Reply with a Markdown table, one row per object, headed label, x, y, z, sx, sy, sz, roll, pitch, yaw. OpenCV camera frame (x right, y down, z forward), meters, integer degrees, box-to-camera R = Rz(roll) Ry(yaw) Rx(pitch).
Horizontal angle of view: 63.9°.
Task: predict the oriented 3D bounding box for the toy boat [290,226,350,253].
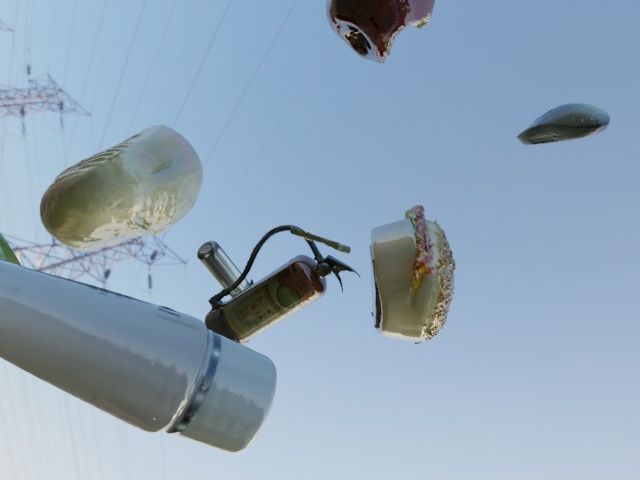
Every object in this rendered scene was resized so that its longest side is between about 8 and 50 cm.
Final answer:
| label | x | y | z | sx | sy | sz | roll | pitch | yaw |
| --- | --- | --- | --- | --- | --- | --- | --- | --- | --- |
| toy boat | 0.000 | 0.000 | 1.017 | 0.115 | 0.063 | 0.016 | 19 | -90 | 28 |

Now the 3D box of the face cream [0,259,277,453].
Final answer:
| label | x | y | z | sx | sy | sz | roll | pitch | yaw |
| --- | --- | --- | --- | --- | --- | --- | --- | --- | --- |
| face cream | -0.181 | 0.065 | 0.361 | 0.314 | 0.089 | 0.143 | 28 | -17 | -21 |

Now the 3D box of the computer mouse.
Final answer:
| label | x | y | z | sx | sy | sz | roll | pitch | yaw |
| --- | --- | --- | --- | --- | --- | --- | --- | --- | --- |
| computer mouse | 0.511 | -0.254 | 1.101 | 0.229 | 0.113 | 0.068 | 17 | -52 | 70 |

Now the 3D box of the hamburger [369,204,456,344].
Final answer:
| label | x | y | z | sx | sy | sz | roll | pitch | yaw |
| --- | --- | --- | --- | --- | --- | --- | --- | --- | --- |
| hamburger | 0.200 | 0.084 | 1.129 | 0.179 | 0.276 | 0.294 | -2 | -55 | 3 |

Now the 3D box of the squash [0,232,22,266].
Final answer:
| label | x | y | z | sx | sy | sz | roll | pitch | yaw |
| --- | --- | --- | --- | --- | --- | --- | --- | --- | --- |
| squash | -0.582 | 0.053 | 0.845 | 0.123 | 0.170 | 0.170 | 34 | -53 | 17 |

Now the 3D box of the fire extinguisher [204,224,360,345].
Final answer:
| label | x | y | z | sx | sy | sz | roll | pitch | yaw |
| --- | --- | --- | --- | --- | --- | --- | --- | --- | --- |
| fire extinguisher | -0.114 | 0.106 | 1.186 | 0.376 | 0.113 | 0.200 | -31 | -62 | 17 |

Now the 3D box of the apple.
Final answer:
| label | x | y | z | sx | sy | sz | roll | pitch | yaw |
| --- | --- | --- | --- | --- | --- | --- | --- | --- | --- |
| apple | 0.098 | -0.390 | 0.832 | 0.158 | 0.147 | 0.156 | -53 | -148 | -2 |

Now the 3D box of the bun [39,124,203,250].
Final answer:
| label | x | y | z | sx | sy | sz | roll | pitch | yaw |
| --- | --- | --- | --- | --- | --- | --- | --- | --- | --- |
| bun | -0.428 | -0.102 | 1.131 | 0.361 | 0.361 | 0.213 | -6 | -60 | 44 |

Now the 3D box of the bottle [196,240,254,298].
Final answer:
| label | x | y | z | sx | sy | sz | roll | pitch | yaw |
| --- | --- | --- | --- | --- | --- | --- | --- | --- | --- |
| bottle | -0.297 | 0.105 | 1.668 | 0.253 | 0.096 | 0.079 | 59 | 2 | -36 |
